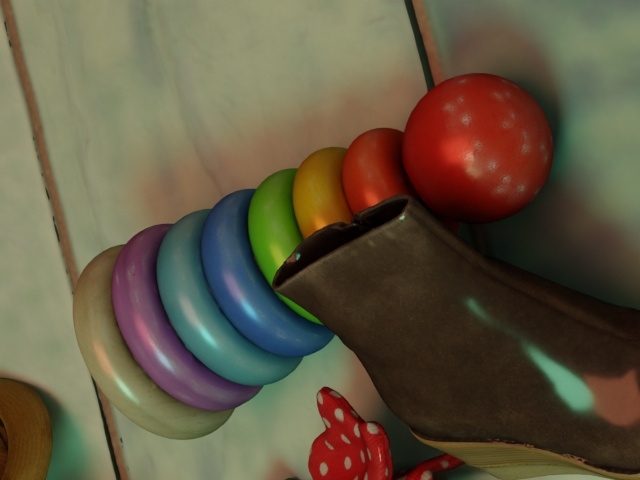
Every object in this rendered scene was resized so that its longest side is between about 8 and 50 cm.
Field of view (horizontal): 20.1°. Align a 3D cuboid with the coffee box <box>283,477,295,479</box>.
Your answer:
[{"bbox_3d":[-0.035,0.265,1.239,0.113,0.040,0.184,45,120,23],"label":"coffee box"}]

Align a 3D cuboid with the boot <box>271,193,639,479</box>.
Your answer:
[{"bbox_3d":[0.115,0.050,1.007,0.248,0.090,0.207,-23,124,43],"label":"boot"}]

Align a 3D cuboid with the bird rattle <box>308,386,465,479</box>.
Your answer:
[{"bbox_3d":[0.004,0.225,1.087,0.207,0.143,0.253,-50,36,24],"label":"bird rattle"}]

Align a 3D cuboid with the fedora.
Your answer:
[{"bbox_3d":[-0.271,0.191,1.358,0.194,0.194,0.079,11,142,35],"label":"fedora"}]

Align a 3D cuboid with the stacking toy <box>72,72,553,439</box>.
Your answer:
[{"bbox_3d":[0.000,0.000,1.124,0.330,0.141,0.141,-32,78,32],"label":"stacking toy"}]
